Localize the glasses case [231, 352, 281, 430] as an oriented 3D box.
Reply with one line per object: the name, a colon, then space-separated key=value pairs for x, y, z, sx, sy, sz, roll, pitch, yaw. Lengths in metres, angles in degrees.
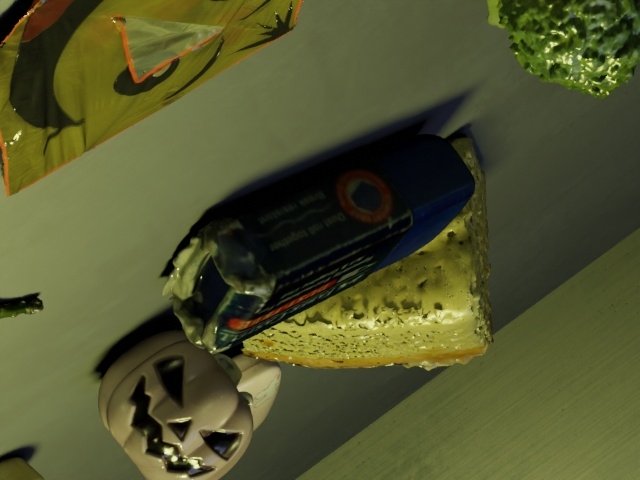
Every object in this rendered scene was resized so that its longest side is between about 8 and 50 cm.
glasses case: x=-0.122 y=0.224 z=2.050 sx=0.113 sy=0.075 sz=0.297 roll=-28 pitch=163 yaw=-19

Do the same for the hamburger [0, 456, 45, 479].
hamburger: x=-0.382 y=0.319 z=1.746 sx=0.141 sy=0.081 sz=0.126 roll=-30 pitch=165 yaw=-25

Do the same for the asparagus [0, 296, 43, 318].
asparagus: x=-0.279 y=0.062 z=1.289 sx=0.127 sy=0.018 sz=0.015 roll=-10 pitch=111 yaw=-65

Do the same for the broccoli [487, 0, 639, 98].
broccoli: x=0.229 y=-0.259 z=1.204 sx=0.254 sy=0.186 sz=0.302 roll=-42 pitch=-152 yaw=11

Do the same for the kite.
kite: x=-0.095 y=-0.152 z=1.028 sx=0.377 sy=0.013 sz=0.327 roll=-44 pitch=164 yaw=23

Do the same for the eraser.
eraser: x=0.000 y=0.000 z=1.555 sx=0.332 sy=0.101 sz=0.155 roll=-24 pitch=163 yaw=-35

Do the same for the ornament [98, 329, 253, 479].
ornament: x=-0.153 y=0.185 z=1.663 sx=0.177 sy=0.177 sz=0.177 roll=-33 pitch=166 yaw=-10

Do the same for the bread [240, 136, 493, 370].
bread: x=0.058 y=0.015 z=1.821 sx=0.315 sy=0.279 sz=0.248 roll=6 pitch=170 yaw=11
